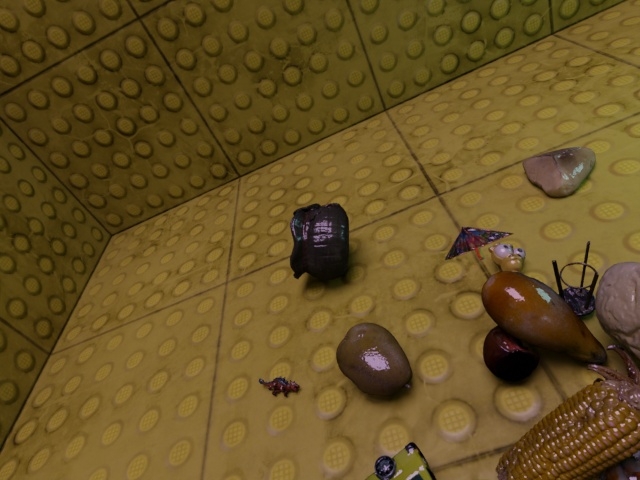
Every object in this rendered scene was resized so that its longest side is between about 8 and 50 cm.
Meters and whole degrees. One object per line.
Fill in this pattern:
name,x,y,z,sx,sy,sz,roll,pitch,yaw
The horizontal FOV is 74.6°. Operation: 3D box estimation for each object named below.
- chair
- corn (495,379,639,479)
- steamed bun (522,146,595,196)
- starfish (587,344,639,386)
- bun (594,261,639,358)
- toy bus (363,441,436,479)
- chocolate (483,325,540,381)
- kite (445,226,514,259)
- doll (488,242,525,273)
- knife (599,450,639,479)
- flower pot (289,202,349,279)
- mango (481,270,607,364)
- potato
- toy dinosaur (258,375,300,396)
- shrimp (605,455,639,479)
chair,0.651,0.116,1.058,0.104,0.222,0.095,-26,45,3
corn,0.486,0.392,0.810,0.347,0.130,0.130,-54,27,24
steamed bun,0.843,-0.254,1.469,0.230,0.111,0.213,-13,39,26
starfish,0.619,0.300,0.875,0.146,0.190,0.074,-50,29,-17
bun,0.764,0.177,0.856,0.352,0.348,0.228,14,96,30
toy bus,0.146,0.583,0.906,0.262,0.128,0.150,-35,36,-6
chocolate,0.476,0.277,1.062,0.127,0.124,0.133,-25,9,26
kite,0.537,-0.001,1.450,0.240,0.014,0.184,-19,37,12
doll,0.572,0.103,1.237,0.117,0.086,0.291,10,42,1
knife,0.606,0.445,0.842,0.162,0.023,0.044,-45,41,-21
flower pot,0.000,0.000,1.582,0.212,0.302,0.302,1,40,2
mango,0.545,0.189,1.027,0.316,0.146,0.192,32,21,9
potato,0.154,0.338,1.180,0.251,0.159,0.175,34,92,43
toy dinosaur,-0.133,0.456,1.322,0.153,0.049,0.055,0,47,28
shrimp,0.641,0.497,0.705,0.286,0.068,0.185,9,55,33
